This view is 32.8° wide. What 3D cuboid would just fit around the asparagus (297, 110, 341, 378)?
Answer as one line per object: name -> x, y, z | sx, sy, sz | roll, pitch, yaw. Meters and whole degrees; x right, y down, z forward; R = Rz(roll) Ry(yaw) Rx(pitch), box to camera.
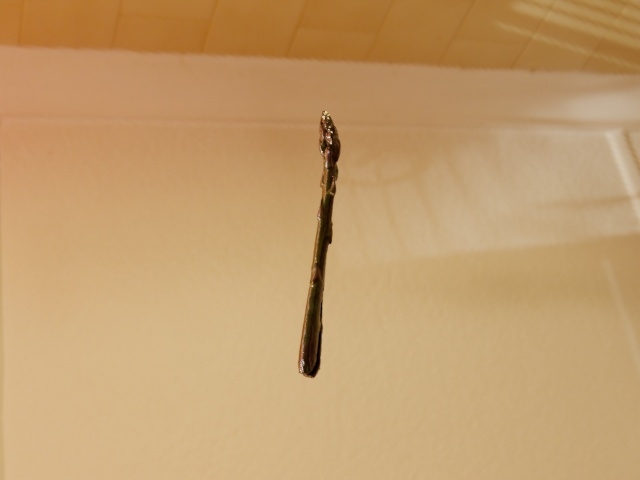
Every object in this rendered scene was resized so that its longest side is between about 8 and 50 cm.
asparagus -> 0.000, 0.000, 0.925 | 0.023, 0.022, 0.233 | 8, -104, -14
